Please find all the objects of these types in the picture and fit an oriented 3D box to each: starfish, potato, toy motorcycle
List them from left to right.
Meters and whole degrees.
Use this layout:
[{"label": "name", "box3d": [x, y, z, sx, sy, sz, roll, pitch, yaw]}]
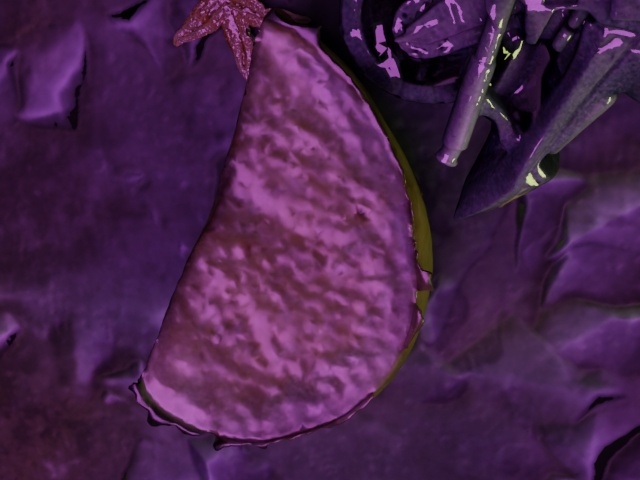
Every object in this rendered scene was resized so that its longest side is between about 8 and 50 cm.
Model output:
[{"label": "starfish", "box3d": [-0.051, -0.134, 0.768, 0.086, 0.016, 0.092, 44, 122, -6]}, {"label": "potato", "box3d": [0.000, 0.000, 0.763, 0.138, 0.098, 0.243, 23, 114, 5]}, {"label": "toy motorcycle", "box3d": [0.158, -0.125, 0.661, 0.307, 0.108, 0.173, -28, 107, 27]}]
